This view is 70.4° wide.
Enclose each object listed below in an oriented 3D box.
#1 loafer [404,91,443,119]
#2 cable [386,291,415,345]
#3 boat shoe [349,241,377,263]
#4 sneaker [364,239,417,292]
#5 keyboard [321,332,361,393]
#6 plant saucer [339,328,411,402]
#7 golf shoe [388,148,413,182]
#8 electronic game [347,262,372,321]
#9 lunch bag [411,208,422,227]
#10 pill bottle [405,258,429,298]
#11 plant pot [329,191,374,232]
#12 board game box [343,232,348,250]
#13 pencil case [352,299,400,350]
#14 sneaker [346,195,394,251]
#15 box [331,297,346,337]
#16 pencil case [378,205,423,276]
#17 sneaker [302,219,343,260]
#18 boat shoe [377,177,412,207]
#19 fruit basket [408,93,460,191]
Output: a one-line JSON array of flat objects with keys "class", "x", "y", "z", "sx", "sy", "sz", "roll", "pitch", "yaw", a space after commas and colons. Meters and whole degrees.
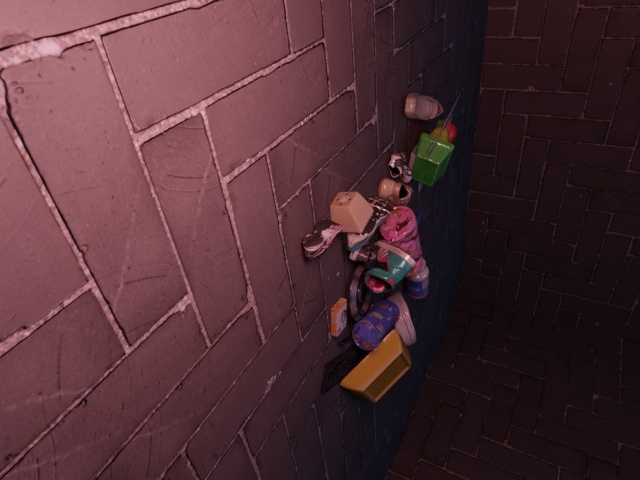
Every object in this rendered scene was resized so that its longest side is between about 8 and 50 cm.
[{"class": "loafer", "x": 0.436, "y": -0.562, "z": 1.908, "sx": 0.319, "sy": 0.112, "sz": 0.112, "roll": -27, "pitch": 126, "yaw": -58}, {"class": "cable", "x": 0.380, "y": 0.374, "z": 2.153, "sx": 0.257, "sy": 0.089, "sz": 0.257, "roll": 52, "pitch": 22, "yaw": -75}, {"class": "boat shoe", "x": 0.169, "y": 0.047, "z": 1.661, "sx": 0.080, "sy": 0.076, "sz": 0.228, "roll": -68, "pitch": 166, "yaw": 5}, {"class": "sneaker", "x": 0.233, "y": 0.108, "z": 1.731, "sx": 0.124, "sy": 0.295, "sz": 0.178, "roll": 42, "pitch": 85, "yaw": -17}, {"class": "keyboard", "x": 0.096, "y": 0.468, "z": 1.802, "sx": 0.317, "sy": 0.033, "sz": 0.201, "roll": -10, "pitch": 110, "yaw": -63}, {"class": "plant saucer", "x": 0.267, "y": 0.572, "z": 1.970, "sx": 0.333, "sy": 0.081, "sz": 0.333, "roll": -43, "pitch": 144, "yaw": -6}, {"class": "golf shoe", "x": 0.319, "y": -0.285, "z": 1.862, "sx": 0.093, "sy": 0.077, "sz": 0.198, "roll": -57, "pitch": 143, "yaw": -14}, {"class": "electronic game", "x": 0.151, "y": 0.199, "z": 1.763, "sx": 0.229, "sy": 0.048, "sz": 0.229, "roll": 4, "pitch": 90, "yaw": -65}, {"class": "lunch bag", "x": 0.462, "y": -0.111, "z": 2.223, "sx": 0.098, "sy": 0.067, "sz": 0.065, "roll": -53, "pitch": 146, "yaw": -42}, {"class": "pill bottle", "x": 0.511, "y": 0.194, "z": 2.402, "sx": 0.124, "sy": 0.124, "sz": 0.221, "roll": -55, "pitch": 146, "yaw": -38}, {"class": "plant pot", "x": 0.090, "y": -0.097, "z": 1.449, "sx": 0.109, "sy": 0.109, "sz": 0.096, "roll": -58, "pitch": 135, "yaw": -33}, {"class": "board game box", "x": 0.112, "y": -0.050, "z": 1.593, "sx": 0.103, "sy": 0.026, "sz": 0.154, "roll": -56, "pitch": 147, "yaw": -36}, {"class": "pencil case", "x": 0.231, "y": 0.341, "z": 1.890, "sx": 0.306, "sy": 0.133, "sz": 0.119, "roll": -26, "pitch": 143, "yaw": -62}, {"class": "sneaker", "x": 0.162, "y": -0.064, "z": 1.576, "sx": 0.275, "sy": 0.107, "sz": 0.110, "roll": -44, "pitch": 159, "yaw": -41}, {"class": "box", "x": 0.067, "y": 0.287, "z": 1.662, "sx": 0.081, "sy": 0.028, "sz": 0.136, "roll": -39, "pitch": 138, "yaw": -52}, {"class": "pencil case", "x": 0.353, "y": 0.016, "z": 1.964, "sx": 0.386, "sy": 0.167, "sz": 0.160, "roll": 61, "pitch": 4, "yaw": -55}, {"class": "sneaker", "x": 0.000, "y": 0.000, "z": 1.364, "sx": 0.178, "sy": 0.072, "sz": 0.077, "roll": -34, "pitch": 144, "yaw": -44}, {"class": "boat shoe", "x": 0.329, "y": -0.187, "z": 1.882, "sx": 0.302, "sy": 0.098, "sz": 0.109, "roll": 18, "pitch": 86, "yaw": -64}, {"class": "fruit basket", "x": 0.521, "y": -0.439, "z": 2.047, "sx": 0.327, "sy": 0.166, "sz": 0.353, "roll": 84, "pitch": 27, "yaw": -66}]
